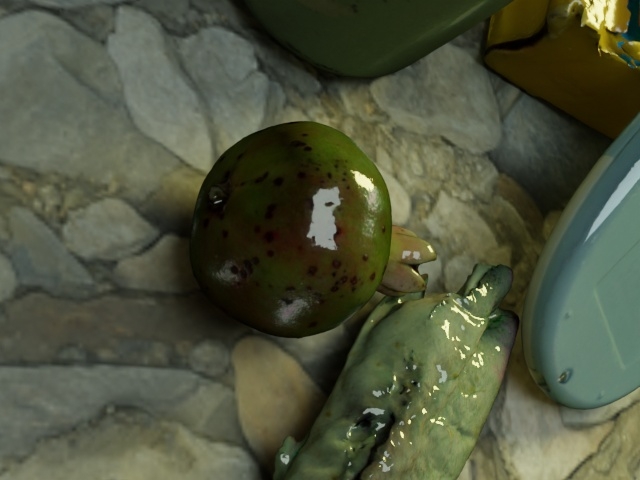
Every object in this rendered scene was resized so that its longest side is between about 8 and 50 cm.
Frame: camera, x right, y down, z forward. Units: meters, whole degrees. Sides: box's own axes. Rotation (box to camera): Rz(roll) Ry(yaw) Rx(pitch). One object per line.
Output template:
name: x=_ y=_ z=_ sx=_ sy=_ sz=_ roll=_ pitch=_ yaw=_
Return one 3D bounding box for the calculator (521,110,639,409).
calculator: x=0.240 y=-0.016 z=0.686 sx=0.302 sy=0.042 sz=0.188 roll=-44 pitch=130 yaw=-13

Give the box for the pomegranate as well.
pomegranate: x=0.000 y=0.000 z=0.550 sx=0.142 sy=0.114 sz=0.114 roll=19 pitch=65 yaw=-37

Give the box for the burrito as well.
burrito: x=0.029 y=0.123 z=0.554 sx=0.096 sy=0.066 sz=0.309 roll=51 pitch=54 yaw=-22

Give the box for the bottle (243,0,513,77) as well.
bottle: x=0.096 y=-0.214 z=0.534 sx=0.168 sy=0.347 sz=0.168 roll=11 pitch=71 yaw=-33

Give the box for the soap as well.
soap: x=0.240 y=-0.233 z=0.795 sx=0.204 sy=0.096 sz=0.324 roll=26 pitch=62 yaw=-26
